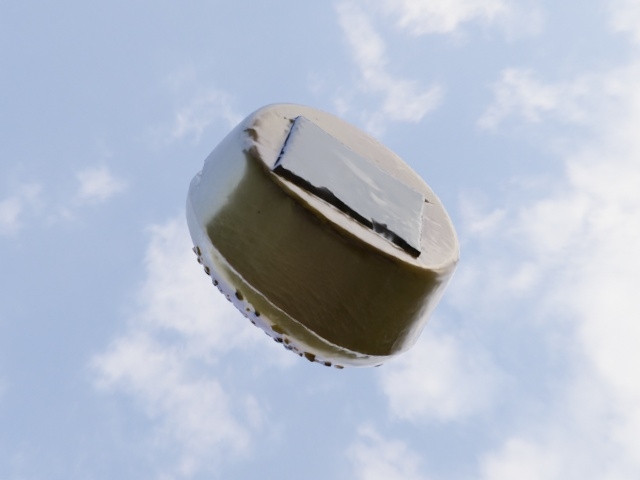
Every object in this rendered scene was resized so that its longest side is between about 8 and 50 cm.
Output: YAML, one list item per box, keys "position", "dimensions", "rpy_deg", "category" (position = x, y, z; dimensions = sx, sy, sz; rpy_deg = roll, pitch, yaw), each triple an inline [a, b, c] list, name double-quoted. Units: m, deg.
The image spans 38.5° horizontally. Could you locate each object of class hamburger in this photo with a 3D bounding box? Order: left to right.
- position: [0.000, 0.000, 0.937]
  dimensions: [0.300, 0.300, 0.176]
  rpy_deg: [35, -63, -6]
  category: "hamburger"
